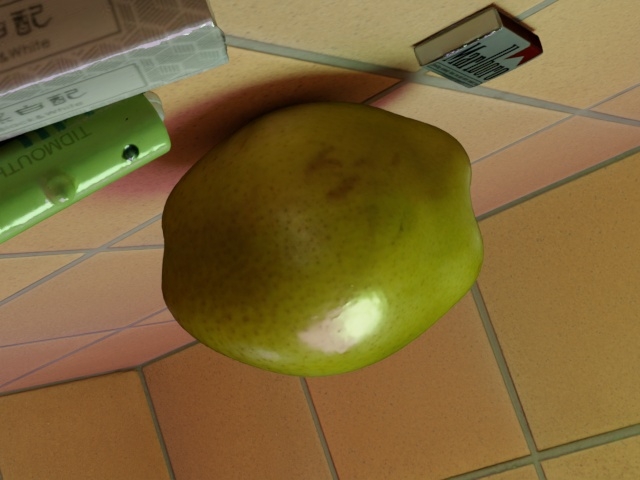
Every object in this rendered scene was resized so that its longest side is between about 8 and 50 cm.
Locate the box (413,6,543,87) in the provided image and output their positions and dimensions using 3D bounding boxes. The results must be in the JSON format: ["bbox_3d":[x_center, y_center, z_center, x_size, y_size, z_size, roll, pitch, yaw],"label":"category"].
[{"bbox_3d":[0.204,-0.242,1.266,0.115,0.035,0.177,-24,169,26],"label":"box"}]

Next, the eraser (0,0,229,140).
[{"bbox_3d":[-0.280,-0.133,0.786,0.404,0.098,0.096,-19,169,-4],"label":"eraser"}]

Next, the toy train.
[{"bbox_3d":[-0.252,-0.067,0.873,0.253,0.105,0.157,-32,-142,-20],"label":"toy train"}]

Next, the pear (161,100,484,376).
[{"bbox_3d":[0.000,0.000,1.285,0.418,0.362,0.362,-12,170,-4],"label":"pear"}]

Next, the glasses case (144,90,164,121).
[{"bbox_3d":[-0.268,-0.116,1.008,0.233,0.059,0.092,-11,165,-36],"label":"glasses case"}]
